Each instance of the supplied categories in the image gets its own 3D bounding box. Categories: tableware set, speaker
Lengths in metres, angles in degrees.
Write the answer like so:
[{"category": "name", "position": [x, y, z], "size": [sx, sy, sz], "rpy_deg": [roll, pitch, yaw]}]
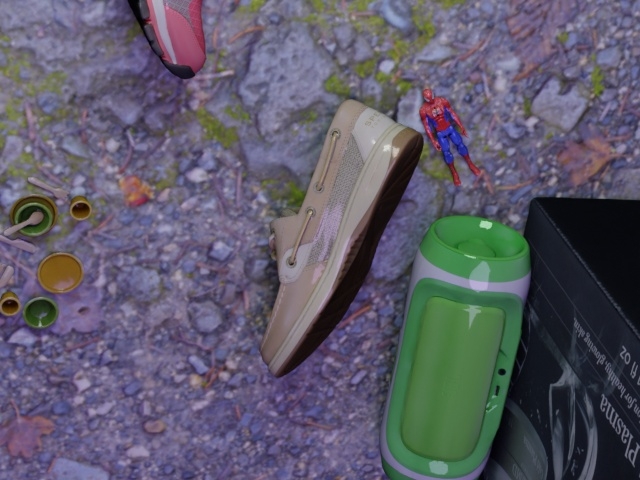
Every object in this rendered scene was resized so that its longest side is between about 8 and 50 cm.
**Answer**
[{"category": "tableware set", "position": [-0.283, 0.017, 1.582], "size": [0.104, 0.024, 0.154], "rpy_deg": [24, 107, -25]}, {"category": "speaker", "position": [0.145, 0.128, 1.693], "size": [0.131, 0.131, 0.296], "rpy_deg": [2, 116, -16]}]

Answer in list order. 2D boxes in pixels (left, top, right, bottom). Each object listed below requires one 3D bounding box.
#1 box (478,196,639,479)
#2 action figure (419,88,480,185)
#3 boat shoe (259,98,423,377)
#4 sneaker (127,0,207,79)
[{"category": "box", "position": [0.378, 0.263, 1.621], "size": [0.297, 0.480, 0.472], "rpy_deg": [1, 116, -13]}, {"category": "action figure", "position": [0.132, -0.111, 1.625], "size": [0.038, 0.030, 0.115], "rpy_deg": [-27, 118, 5]}, {"category": "boat shoe", "position": [0.000, 0.000, 1.614], "size": [0.098, 0.109, 0.302], "rpy_deg": [31, 110, 15]}, {"category": "sneaker", "position": [-0.122, -0.296, 1.413], "size": [0.136, 0.116, 0.314], "rpy_deg": [-15, 119, -9]}]
